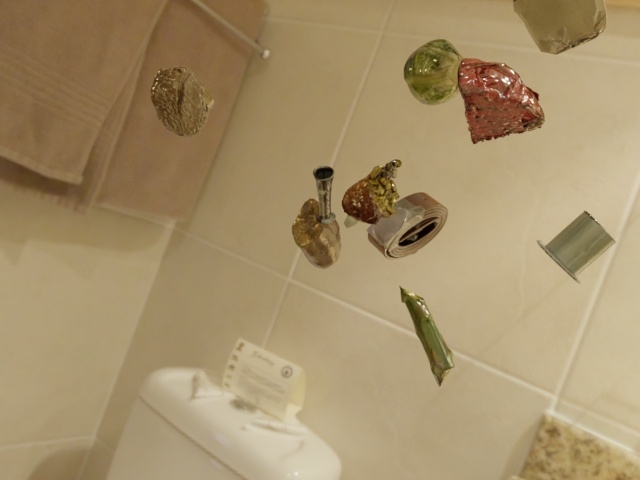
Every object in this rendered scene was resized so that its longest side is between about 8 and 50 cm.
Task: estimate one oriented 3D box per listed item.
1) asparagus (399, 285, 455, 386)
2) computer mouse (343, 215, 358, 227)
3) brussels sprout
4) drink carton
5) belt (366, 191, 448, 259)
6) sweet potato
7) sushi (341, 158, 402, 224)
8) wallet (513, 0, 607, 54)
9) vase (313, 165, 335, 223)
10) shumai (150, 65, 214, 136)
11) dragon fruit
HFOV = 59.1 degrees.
[{"bbox_3d":[0.341,0.291,1.799,0.085,0.342,0.082,-30,-21,33],"label":"asparagus"},{"bbox_3d":[0.135,-0.097,2.077,0.056,0.089,0.181,36,-30,0],"label":"computer mouse"},{"bbox_3d":[0.423,-0.599,2.031,0.210,0.219,0.271,54,-10,-27],"label":"brussels sprout"},{"bbox_3d":[0.867,0.021,1.890,0.185,0.190,0.191,50,18,6],"label":"drink carton"},{"bbox_3d":[0.336,-0.054,2.163,0.339,0.217,0.122,-26,49,-27],"label":"belt"},{"bbox_3d":[0.000,0.000,1.885,0.158,0.157,0.369,21,-17,22],"label":"sweet potato"},{"bbox_3d":[0.178,-0.148,1.770,0.179,0.166,0.296,-17,4,31],"label":"sushi"},{"bbox_3d":[0.833,-0.793,1.938,0.335,0.068,0.274,-7,-66,60],"label":"wallet"},{"bbox_3d":[0.012,-0.121,1.543,0.059,0.059,0.167,21,-40,22],"label":"vase"},{"bbox_3d":[-0.383,-0.419,1.654,0.167,0.205,0.175,17,34,20],"label":"shumai"},{"bbox_3d":[0.489,-0.398,1.646,0.302,0.240,0.330,26,14,32],"label":"dragon fruit"}]
